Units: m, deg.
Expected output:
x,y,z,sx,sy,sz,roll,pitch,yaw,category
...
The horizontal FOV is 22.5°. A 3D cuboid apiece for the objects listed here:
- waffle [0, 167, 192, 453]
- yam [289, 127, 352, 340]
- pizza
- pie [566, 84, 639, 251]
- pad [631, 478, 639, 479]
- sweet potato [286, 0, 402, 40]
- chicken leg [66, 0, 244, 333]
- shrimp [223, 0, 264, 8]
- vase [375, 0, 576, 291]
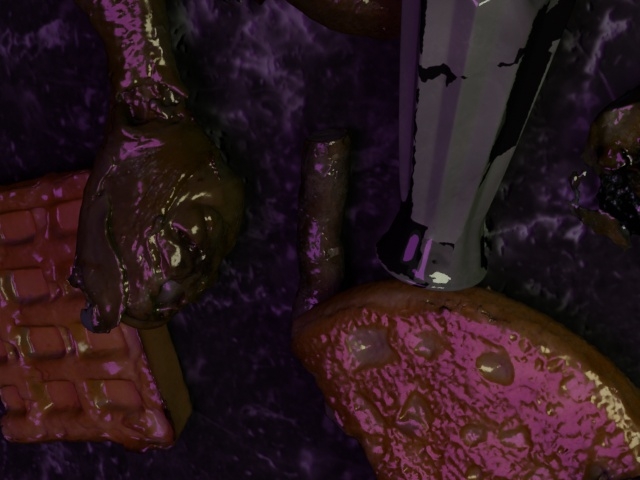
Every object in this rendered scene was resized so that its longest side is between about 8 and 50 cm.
x,y,z,sx,sy,sz,roll,pitch,yaw,category
-0.311,0.085,1.934,0.304,0.077,0.348,-6,105,34,waffle
0.000,0.000,1.707,0.061,0.061,0.253,17,117,27,yam
0.153,0.174,1.632,0.409,0.114,0.277,13,112,23,pizza
0.398,0.009,1.441,0.296,0.078,0.371,-29,91,36,pie
0.352,0.215,1.598,0.157,0.003,0.112,-29,92,38,pad
-0.011,-0.255,1.571,0.244,0.077,0.077,23,121,3,sweet potato
-0.192,-0.117,1.735,0.201,0.153,0.429,-6,98,10,chicken leg
-0.108,-0.385,1.626,0.222,0.054,0.290,-34,89,36,shrimp
0.137,-0.130,1.513,0.165,0.165,0.360,24,124,23,vase
